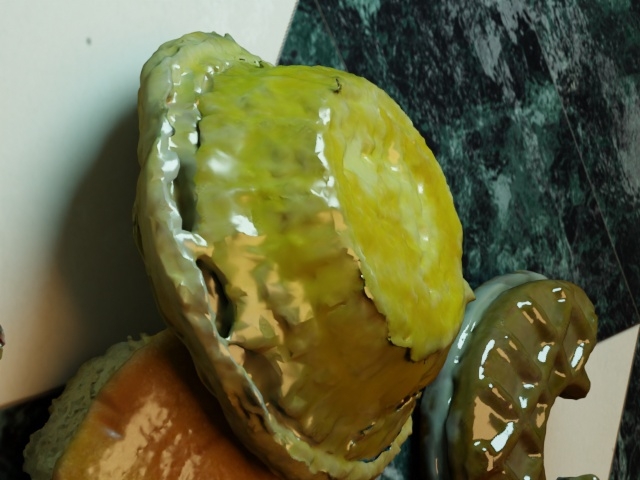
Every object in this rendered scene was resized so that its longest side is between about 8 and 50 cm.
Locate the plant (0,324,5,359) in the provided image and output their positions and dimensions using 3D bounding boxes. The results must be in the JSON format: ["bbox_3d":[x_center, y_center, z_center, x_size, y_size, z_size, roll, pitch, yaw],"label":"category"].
[{"bbox_3d":[-0.255,0.085,0.932,0.116,0.104,0.122,-58,179,13],"label":"plant"}]

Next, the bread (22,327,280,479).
[{"bbox_3d":[-0.110,0.183,1.053,0.245,0.121,0.174,59,46,-37],"label":"bread"}]

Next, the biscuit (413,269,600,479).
[{"bbox_3d":[0.200,0.222,1.442,0.268,0.115,0.366,-12,96,-51],"label":"biscuit"}]

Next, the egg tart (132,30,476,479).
[{"bbox_3d":[0.000,0.000,1.089,0.388,0.169,0.388,47,32,-41],"label":"egg tart"}]
